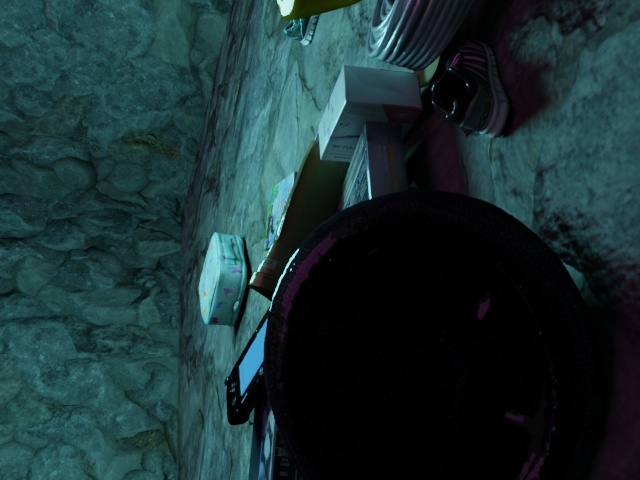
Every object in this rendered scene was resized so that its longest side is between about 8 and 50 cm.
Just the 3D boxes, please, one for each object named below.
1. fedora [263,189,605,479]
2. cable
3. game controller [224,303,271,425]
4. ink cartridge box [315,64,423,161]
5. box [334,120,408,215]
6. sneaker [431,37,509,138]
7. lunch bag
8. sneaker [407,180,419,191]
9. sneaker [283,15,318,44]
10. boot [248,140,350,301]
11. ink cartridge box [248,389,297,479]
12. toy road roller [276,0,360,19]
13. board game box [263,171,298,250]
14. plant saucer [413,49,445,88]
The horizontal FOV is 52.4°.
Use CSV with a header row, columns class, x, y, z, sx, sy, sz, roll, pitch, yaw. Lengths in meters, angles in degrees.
class,x,y,z,sx,sy,sz,roll,pitch,yaw
fedora,0.108,0.118,0.634,0.152,0.334,0.334,-14,-63,-71
cable,0.143,-0.351,0.852,0.257,0.089,0.257,165,123,-77
game controller,-0.115,0.230,1.341,0.319,0.067,0.166,-60,13,20
ink cartridge box,0.066,-0.175,0.993,0.198,0.115,0.067,120,150,-64
box,0.072,-0.032,0.965,0.231,0.056,0.183,109,162,-58
sneaker,0.167,-0.191,0.775,0.063,0.075,0.170,117,154,-45
lunch bag,-0.291,0.113,1.970,0.279,0.108,0.224,-114,39,-57
sneaker,0.137,-0.054,0.889,0.037,0.032,0.083,-44,40,36
sneaker,-0.042,-0.558,1.568,0.065,0.076,0.166,-116,38,-58
boot,0.000,0.000,1.144,0.089,0.236,0.269,14,72,30
ink cartridge box,-0.096,0.466,1.299,0.165,0.065,0.332,145,130,-65
toy road roller,0.012,-0.443,0.886,0.329,0.202,0.240,21,131,61
board game box,-0.085,-0.062,1.536,0.211,0.039,0.160,162,116,-69
plant saucer,0.158,-0.257,0.928,0.083,0.015,0.083,-171,90,-72
